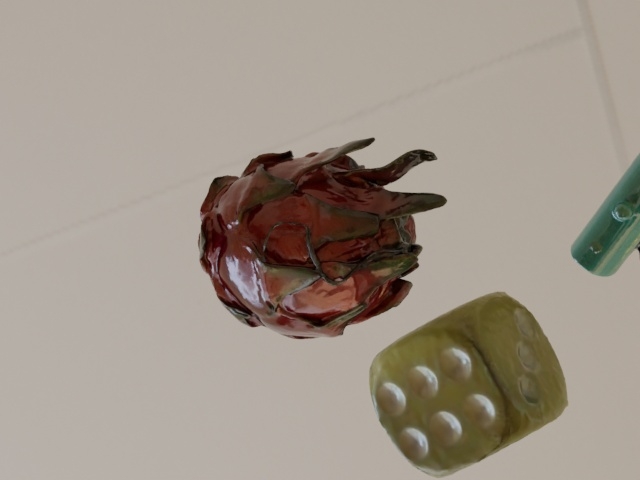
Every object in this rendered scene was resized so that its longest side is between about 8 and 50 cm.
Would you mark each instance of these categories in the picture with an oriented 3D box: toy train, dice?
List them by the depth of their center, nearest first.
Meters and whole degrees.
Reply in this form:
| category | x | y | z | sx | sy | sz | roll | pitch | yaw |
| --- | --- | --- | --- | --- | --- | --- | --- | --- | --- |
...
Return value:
| category | x | y | z | sx | sy | sz | roll | pitch | yaw |
| --- | --- | --- | --- | --- | --- | --- | --- | --- | --- |
| dice | 0.174 | 0.168 | 1.496 | 0.169 | 0.169 | 0.166 | -35 | -101 | 32 |
| toy train | 0.412 | -0.054 | 1.615 | 0.101 | 0.159 | 0.248 | 42 | -54 | 19 |

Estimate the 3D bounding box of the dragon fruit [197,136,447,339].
| category | x | y | z | sx | sy | sz | roll | pitch | yaw |
| --- | --- | --- | --- | --- | --- | --- | --- | --- | --- |
| dragon fruit | 0.000 | 0.000 | 1.215 | 0.274 | 0.193 | 0.192 | -3 | -43 | 37 |
